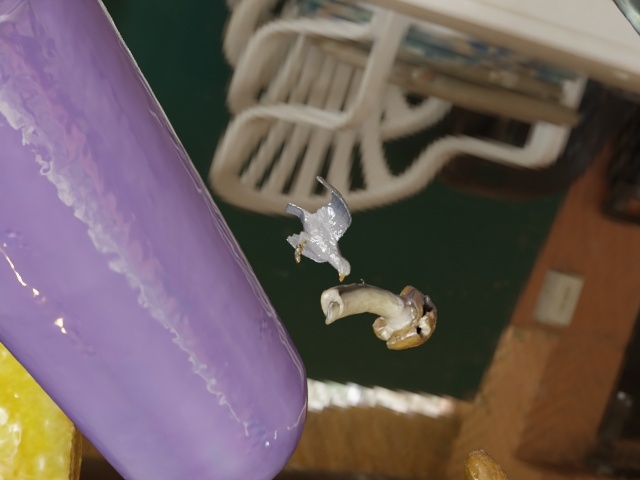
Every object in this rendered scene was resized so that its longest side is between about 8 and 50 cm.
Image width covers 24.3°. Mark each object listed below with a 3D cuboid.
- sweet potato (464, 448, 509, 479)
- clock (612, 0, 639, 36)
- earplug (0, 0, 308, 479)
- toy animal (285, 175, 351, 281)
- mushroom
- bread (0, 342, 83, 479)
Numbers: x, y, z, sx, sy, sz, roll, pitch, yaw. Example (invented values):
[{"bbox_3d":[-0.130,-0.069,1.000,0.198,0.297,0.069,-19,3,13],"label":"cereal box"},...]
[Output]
[{"bbox_3d":[0.066,0.168,0.690,0.044,0.044,0.179,18,-143,5],"label":"sweet potato"},{"bbox_3d":[0.232,-0.196,0.437,0.386,0.386,0.076,16,-163,-8],"label":"clock"},{"bbox_3d":[-0.162,0.016,1.087,0.456,0.215,0.215,59,166,-28],"label":"earplug"},{"bbox_3d":[-0.001,0.000,0.803,0.028,0.050,0.084,-7,160,-14],"label":"toy animal"},{"bbox_3d":[0.046,0.067,1.369,0.187,0.061,0.060,13,-129,-55],"label":"mushroom"},{"bbox_3d":[-0.392,0.194,1.370,0.398,0.398,0.215,15,163,-16],"label":"bread"}]
